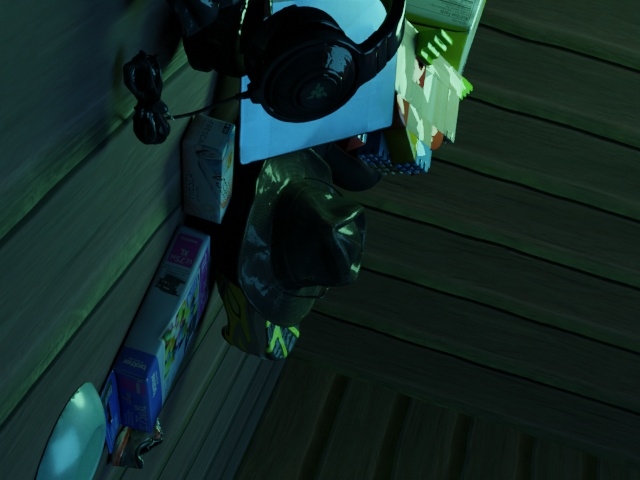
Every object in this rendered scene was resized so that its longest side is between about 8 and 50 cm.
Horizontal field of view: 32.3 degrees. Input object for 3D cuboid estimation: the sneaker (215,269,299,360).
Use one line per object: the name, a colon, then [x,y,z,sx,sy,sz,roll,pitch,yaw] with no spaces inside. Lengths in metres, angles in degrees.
sneaker: [-0.136,0.033,2.080,0.145,0.147,0.385,-7,98,-58]

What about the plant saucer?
plant saucer: [-0.313,0.279,1.415,0.195,0.037,0.195,17,90,-86]

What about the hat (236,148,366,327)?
hat: [0.000,0.000,1.795,0.331,0.134,0.331,-29,124,-57]

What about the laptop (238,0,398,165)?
laptop: [0.087,-0.324,1.663,0.382,0.236,0.408,-20,176,-46]

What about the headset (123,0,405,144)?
headset: [-0.070,-0.247,1.285,0.394,0.243,0.185,-44,152,-25]

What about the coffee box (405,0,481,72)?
coffee box: [0.166,-0.500,2.290,0.337,0.338,0.334,96,12,-64]

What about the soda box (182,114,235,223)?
soda box: [-0.163,-0.101,1.605,0.183,0.063,0.058,99,9,-58]

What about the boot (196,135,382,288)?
boot: [-0.040,-0.085,1.964,0.367,0.146,0.445,54,38,-36]

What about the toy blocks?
toy blocks: [0.145,-0.242,2.043,0.381,0.190,0.261,30,63,-53]

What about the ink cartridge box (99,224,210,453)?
ink cartridge box: [-0.242,0.154,1.651,0.186,0.065,0.311,100,11,-55]

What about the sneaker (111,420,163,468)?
sneaker: [-0.274,0.299,1.743,0.061,0.065,0.158,102,7,-47]

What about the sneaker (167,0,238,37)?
sneaker: [-0.088,-0.291,1.171,0.153,0.101,0.268,-27,179,23]
